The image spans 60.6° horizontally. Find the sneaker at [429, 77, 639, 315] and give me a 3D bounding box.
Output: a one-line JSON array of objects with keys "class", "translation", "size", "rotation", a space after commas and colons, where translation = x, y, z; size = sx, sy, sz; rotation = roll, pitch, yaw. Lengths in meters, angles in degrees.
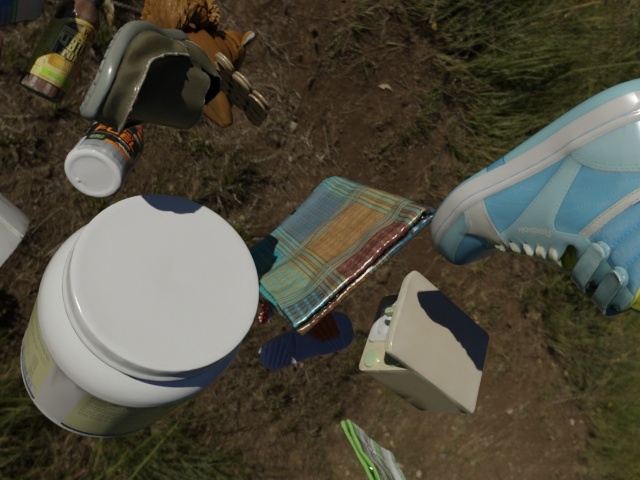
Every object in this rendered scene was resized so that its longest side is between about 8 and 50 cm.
[{"class": "sneaker", "translation": [0.248, 0.008, 0.571], "size": [0.127, 0.208, 0.319], "rotation": [-5, 158, -30]}]

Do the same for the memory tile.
[{"class": "memory tile", "translation": [-0.126, -0.229, 0.854], "size": [0.012, 0.148, 0.113], "rotation": [-45, 99, -9]}]

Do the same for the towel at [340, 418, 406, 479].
[{"class": "towel", "translation": [0.089, 0.320, 0.770], "size": [0.023, 0.113, 0.152], "rotation": [-37, 132, 0]}]

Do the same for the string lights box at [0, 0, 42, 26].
[{"class": "string lights box", "translation": [-0.758, -0.534, 1.213], "size": [0.259, 0.133, 0.077], "rotation": [-34, 93, -36]}]

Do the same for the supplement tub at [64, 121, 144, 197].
[{"class": "supplement tub", "translation": [-0.439, -0.183, 1.139], "size": [0.116, 0.190, 0.117], "rotation": [1, 128, 1]}]

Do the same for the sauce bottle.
[{"class": "sauce bottle", "translation": [-0.634, -0.521, 1.388], "size": [0.111, 0.111, 0.345], "rotation": [26, 88, -31]}]

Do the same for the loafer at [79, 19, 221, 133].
[{"class": "loafer", "translation": [-0.154, -0.161, 0.557], "size": [0.087, 0.251, 0.094], "rotation": [33, 115, -10]}]

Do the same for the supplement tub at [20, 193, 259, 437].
[{"class": "supplement tub", "translation": [-0.234, 0.106, 0.691], "size": [0.235, 0.236, 0.325], "rotation": [14, 148, -27]}]

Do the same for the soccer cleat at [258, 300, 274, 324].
[{"class": "soccer cleat", "translation": [-0.123, 0.173, 1.286], "size": [0.035, 0.083, 0.029], "rotation": [41, 106, -21]}]

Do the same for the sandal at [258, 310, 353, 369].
[{"class": "sandal", "translation": [-0.042, 0.240, 1.357], "size": [0.265, 0.076, 0.102], "rotation": [-13, 95, -28]}]

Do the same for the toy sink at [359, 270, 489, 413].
[{"class": "toy sink", "translation": [0.165, 0.181, 0.958], "size": [0.234, 0.131, 0.153], "rotation": [39, 57, -28]}]

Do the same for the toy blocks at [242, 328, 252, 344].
[{"class": "toy blocks", "translation": [-0.281, 0.104, 1.248], "size": [0.190, 0.261, 0.381], "rotation": [-15, 161, 4]}]

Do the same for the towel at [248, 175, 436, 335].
[{"class": "towel", "translation": [0.000, 0.000, 0.924], "size": [0.271, 0.370, 0.040], "rotation": [-42, 112, -7]}]

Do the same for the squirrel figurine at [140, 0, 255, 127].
[{"class": "squirrel figurine", "translation": [-0.330, -0.551, 1.531], "size": [0.280, 0.370, 0.397], "rotation": [4, 126, 22]}]

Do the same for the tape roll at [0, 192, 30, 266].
[{"class": "tape roll", "translation": [-0.668, 0.023, 0.980], "size": [0.286, 0.286, 0.100], "rotation": [-36, 122, 0]}]
